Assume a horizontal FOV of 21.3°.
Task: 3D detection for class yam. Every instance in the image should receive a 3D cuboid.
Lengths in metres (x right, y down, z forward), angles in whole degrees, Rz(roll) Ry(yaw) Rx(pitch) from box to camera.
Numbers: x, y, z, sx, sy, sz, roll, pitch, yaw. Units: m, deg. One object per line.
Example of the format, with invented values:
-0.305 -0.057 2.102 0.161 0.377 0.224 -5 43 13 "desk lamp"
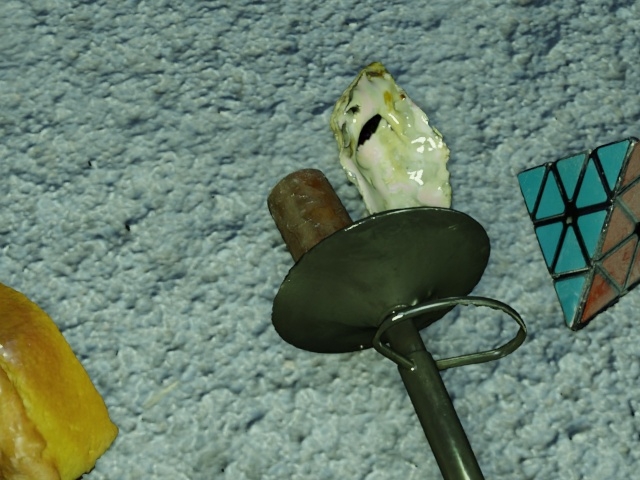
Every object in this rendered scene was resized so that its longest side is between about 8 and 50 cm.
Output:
0.002 -0.001 1.748 0.079 0.079 0.141 -18 56 -19 "yam"

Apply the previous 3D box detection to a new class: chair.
0.117 0.191 1.520 0.226 0.226 0.401 -11 56 -14 "chair"

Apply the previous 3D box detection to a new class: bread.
-0.308 0.120 1.585 0.260 0.134 0.129 37 57 20 "bread"

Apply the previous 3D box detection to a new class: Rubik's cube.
0.296 -0.033 1.824 0.190 0.211 0.178 4 21 -43 "Rubik's cube"

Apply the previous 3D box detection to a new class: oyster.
0.066 -0.090 1.833 0.132 0.072 0.209 -26 79 -30 "oyster"
